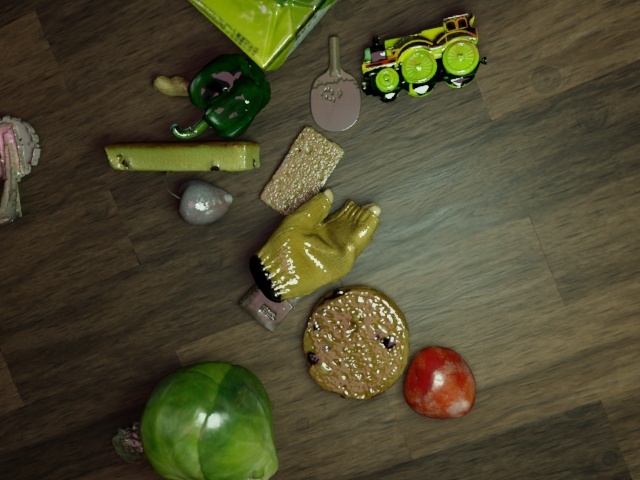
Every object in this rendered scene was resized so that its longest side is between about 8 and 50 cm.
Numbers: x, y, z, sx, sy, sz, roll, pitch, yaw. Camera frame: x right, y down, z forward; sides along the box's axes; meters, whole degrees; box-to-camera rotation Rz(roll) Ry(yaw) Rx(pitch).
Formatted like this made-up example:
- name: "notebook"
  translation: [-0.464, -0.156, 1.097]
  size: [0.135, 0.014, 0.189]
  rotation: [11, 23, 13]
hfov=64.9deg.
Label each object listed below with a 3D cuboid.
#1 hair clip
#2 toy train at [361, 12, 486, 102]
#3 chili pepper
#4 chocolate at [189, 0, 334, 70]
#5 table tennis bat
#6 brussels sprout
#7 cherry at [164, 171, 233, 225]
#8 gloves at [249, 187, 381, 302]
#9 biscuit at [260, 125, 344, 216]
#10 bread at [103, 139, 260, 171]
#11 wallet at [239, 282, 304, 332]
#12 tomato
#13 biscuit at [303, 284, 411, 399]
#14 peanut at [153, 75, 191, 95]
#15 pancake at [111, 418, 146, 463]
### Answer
- name: "hair clip"
  translation: [-0.846, -0.189, 1.376]
  size: [0.173, 0.069, 0.300]
  rotation: [-5, 84, 6]
- name: "toy train"
  translation: [0.238, -0.433, 1.208]
  size: [0.296, 0.100, 0.160]
  rotation: [-11, 86, 9]
- name: "chili pepper"
  translation: [-0.249, -0.333, 1.241]
  size: [0.261, 0.165, 0.173]
  rotation: [-35, 98, 22]
- name: "chocolate"
  translation: [-0.134, -0.605, 1.222]
  size: [0.301, 0.137, 0.289]
  rotation: [44, 98, 3]
- name: "table tennis bat"
  translation: [0.038, -0.394, 1.276]
  size: [0.131, 0.022, 0.234]
  rotation: [0, 97, 8]
- name: "brussels sprout"
  translation: [-0.258, 0.462, 1.249]
  size: [0.281, 0.289, 0.354]
  rotation: [-32, 102, 22]
- name: "cherry"
  translation: [-0.312, -0.119, 1.313]
  size: [0.148, 0.188, 0.115]
  rotation: [-22, 130, -1]
- name: "gloves"
  translation: [-0.006, 0.009, 1.227]
  size: [0.356, 0.155, 0.203]
  rotation: [-34, 74, -6]
- name: "biscuit"
  translation: [-0.048, -0.169, 1.299]
  size: [0.131, 0.025, 0.230]
  rotation: [36, 97, 2]
- name: "bread"
  translation: [-0.343, -0.214, 1.276]
  size: [0.362, 0.138, 0.077]
  rotation: [1, 102, 8]
- name: "wallet"
  translation: [-0.098, 0.119, 1.318]
  size: [0.124, 0.042, 0.230]
  rotation: [41, 92, 3]
- name: "tomato"
  translation: [0.297, 0.353, 1.237]
  size: [0.187, 0.151, 0.187]
  rotation: [0, 91, 3]
- name: "biscuit"
  translation: [0.092, 0.258, 1.291]
  size: [0.296, 0.075, 0.295]
  rotation: [0, 92, 12]
- name: "peanut"
  translation: [-0.383, -0.403, 1.312]
  size: [0.113, 0.054, 0.053]
  rotation: [8, 95, 7]
- name: "pancake"
  translation: [-0.523, 0.571, 1.420]
  size: [0.130, 0.022, 0.116]
  rotation: [-24, 94, 8]
